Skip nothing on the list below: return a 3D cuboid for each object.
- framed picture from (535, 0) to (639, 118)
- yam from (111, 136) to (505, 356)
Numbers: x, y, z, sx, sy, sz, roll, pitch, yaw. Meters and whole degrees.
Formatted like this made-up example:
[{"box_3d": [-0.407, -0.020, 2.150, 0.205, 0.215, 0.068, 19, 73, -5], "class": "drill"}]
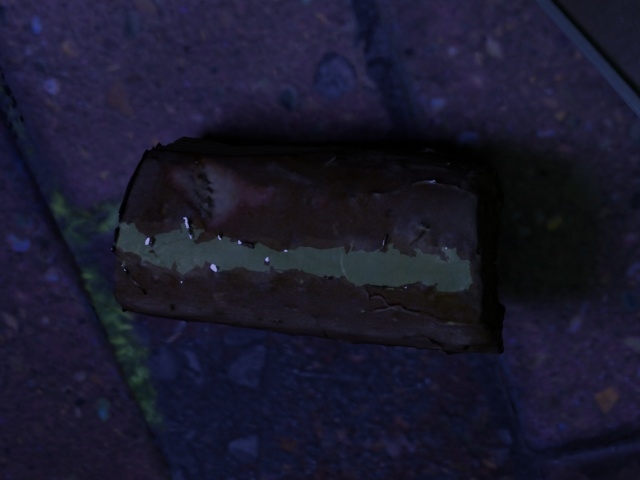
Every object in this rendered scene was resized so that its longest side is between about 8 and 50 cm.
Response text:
[{"box_3d": [0.220, -0.199, 0.863, 0.265, 0.018, 0.192, -49, 66, 29], "class": "framed picture"}, {"box_3d": [0.000, 0.002, 1.007, 0.238, 0.129, 0.128, 7, 134, 7], "class": "yam"}]
